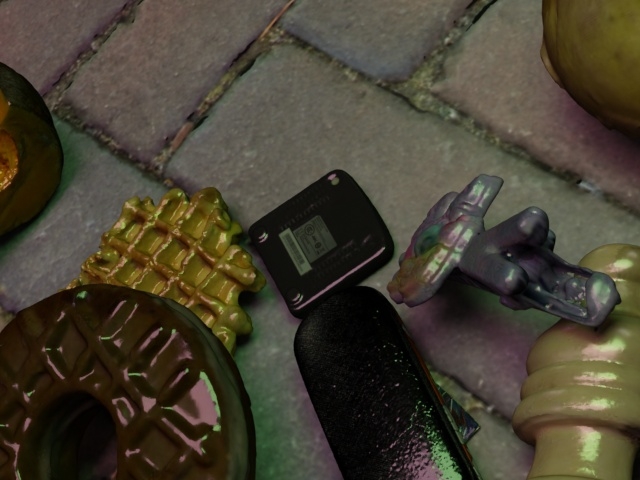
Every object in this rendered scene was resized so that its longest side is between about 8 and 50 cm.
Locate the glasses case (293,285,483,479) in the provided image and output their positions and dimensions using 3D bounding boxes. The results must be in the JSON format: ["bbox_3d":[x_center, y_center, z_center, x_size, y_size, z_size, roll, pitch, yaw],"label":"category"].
[{"bbox_3d":[0.055,0.151,1.088,0.103,0.067,0.266,-34,50,12],"label":"glasses case"}]

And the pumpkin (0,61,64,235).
[{"bbox_3d":[-0.380,-0.073,1.455,0.131,0.126,0.248,39,104,32],"label":"pumpkin"}]

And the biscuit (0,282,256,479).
[{"bbox_3d":[-0.199,0.199,1.146,0.332,0.103,0.332,-8,74,30],"label":"biscuit"}]

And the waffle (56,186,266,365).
[{"bbox_3d":[-0.147,0.049,1.277,0.229,0.057,0.219,28,79,36],"label":"waffle"}]

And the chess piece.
[{"bbox_3d":[0.207,0.140,0.996,0.139,0.124,0.307,-37,33,56],"label":"chess piece"}]

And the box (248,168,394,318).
[{"bbox_3d":[0.000,0.000,1.243,0.125,0.027,0.126,-36,51,6],"label":"box"}]

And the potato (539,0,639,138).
[{"bbox_3d":[0.298,-0.187,1.071,0.237,0.301,0.289,-21,17,42],"label":"potato"}]

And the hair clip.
[{"bbox_3d":[0.133,0.008,1.063,0.137,0.090,0.278,-61,27,-9],"label":"hair clip"}]

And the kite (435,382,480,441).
[{"bbox_3d":[0.097,0.163,1.104,0.090,0.004,0.122,-13,56,23],"label":"kite"}]
